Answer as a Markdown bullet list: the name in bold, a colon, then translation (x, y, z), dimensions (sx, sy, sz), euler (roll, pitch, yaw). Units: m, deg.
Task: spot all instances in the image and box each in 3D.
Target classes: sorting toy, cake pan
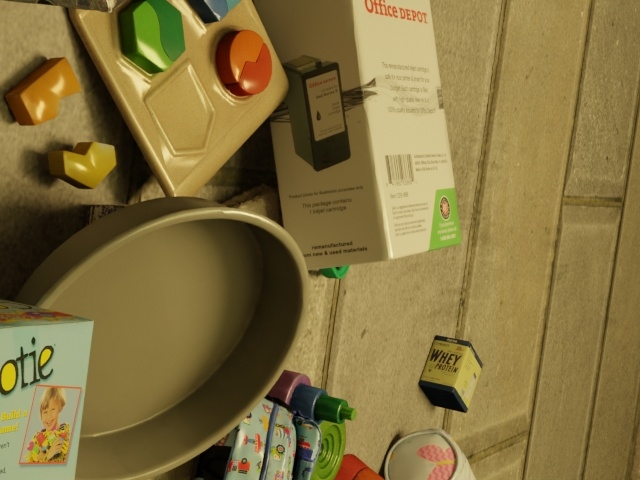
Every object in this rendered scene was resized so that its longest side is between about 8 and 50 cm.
- **sorting toy**: translation (0.044, 0.277, 1.547), dimensions (0.127, 0.126, 0.365), euler (-64, 150, -28)
- **sorting toy**: translation (-0.135, -0.143, 1.118), dimensions (0.307, 0.041, 0.229), euler (-52, 131, -41)
- **cake pan**: translation (-0.144, 0.083, 1.067), dimensions (0.293, 0.054, 0.293), euler (-24, 137, -25)

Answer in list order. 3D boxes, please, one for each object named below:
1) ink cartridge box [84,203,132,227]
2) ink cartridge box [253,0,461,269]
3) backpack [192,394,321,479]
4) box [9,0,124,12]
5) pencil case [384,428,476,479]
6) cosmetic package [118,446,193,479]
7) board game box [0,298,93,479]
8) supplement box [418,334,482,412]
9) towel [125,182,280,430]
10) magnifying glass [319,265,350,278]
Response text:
- **ink cartridge box**: translation (-0.140, -0.013, 1.104), dimensions (0.063, 0.115, 0.029), euler (15, 78, -62)
- **ink cartridge box**: translation (0.045, -0.124, 1.353), dimensions (0.211, 0.122, 0.289), euler (-9, 91, -62)
- **backpack**: translation (-0.067, 0.229, 1.262), dimensions (0.173, 0.117, 0.158), euler (135, -29, -78)
- **box**: translation (-0.161, -0.297, 0.947), dimensions (0.247, 0.142, 0.163), euler (-51, 142, -42)
- **pencil case**: translation (0.176, 0.385, 1.851), dimensions (0.124, 0.113, 0.273), euler (-51, 143, -21)
- **cosmetic package**: translation (-0.168, 0.210, 1.207), dimensions (0.115, 0.041, 0.060), euler (-6, 105, -62)
- **board game box**: translation (-0.272, 0.181, 0.886), dimensions (0.144, 0.142, 0.275), euler (1, 98, -62)
- **supplement box**: translation (0.195, 0.199, 1.885), dimensions (0.083, 0.056, 0.083), euler (-68, 150, -23)
- **towel**: translation (-0.114, 0.064, 1.256), dimensions (0.282, 0.049, 0.187), euler (-32, 127, -56)
- **magnifying glass**: translation (0.000, 0.000, 1.441), dimensions (0.231, 0.026, 0.092), euler (-3, 98, -75)
